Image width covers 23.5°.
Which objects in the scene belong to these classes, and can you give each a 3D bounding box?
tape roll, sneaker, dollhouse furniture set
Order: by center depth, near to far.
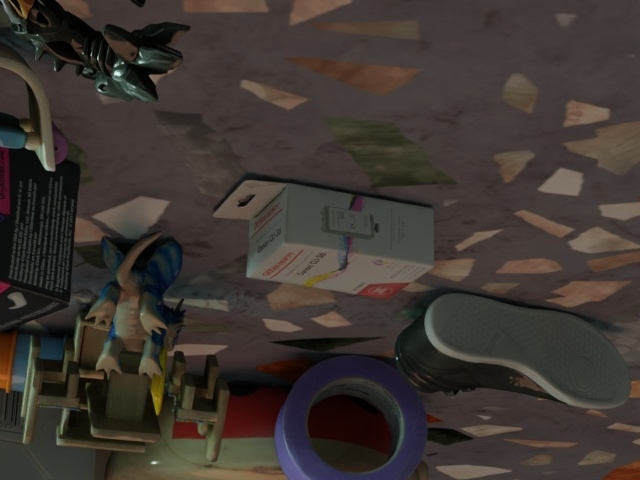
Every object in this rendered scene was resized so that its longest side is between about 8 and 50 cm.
[{"bbox_3d":[-0.235,0.197,1.762,0.212,0.161,0.242,7,-166,-13],"label":"dollhouse furniture set"},{"bbox_3d":[0.221,0.142,1.837,0.296,0.104,0.147,18,156,-23],"label":"sneaker"},{"bbox_3d":[0.039,0.248,1.990,0.189,0.189,0.080,5,158,-9],"label":"tape roll"}]

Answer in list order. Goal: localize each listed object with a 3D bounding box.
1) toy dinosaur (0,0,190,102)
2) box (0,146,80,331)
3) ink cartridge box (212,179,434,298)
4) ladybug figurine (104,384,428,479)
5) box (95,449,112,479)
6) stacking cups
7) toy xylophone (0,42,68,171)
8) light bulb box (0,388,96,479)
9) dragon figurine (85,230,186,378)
[{"bbox_3d":[-0.182,-0.205,0.970,0.218,0.164,0.322,27,172,-23],"label":"toy dinosaur"},{"bbox_3d":[-0.375,-0.020,1.396,0.270,0.143,0.165,20,152,-38],"label":"box"},{"bbox_3d":[0.000,0.000,1.523,0.198,0.067,0.115,10,158,-19],"label":"ink cartridge box"},{"bbox_3d":[-0.074,0.298,2.161,0.449,0.161,0.305,3,159,-4],"label":"ladybug figurine"},{"bbox_3d":[-0.360,0.353,2.377,0.311,0.121,0.148,-5,158,15],"label":"box"},{"bbox_3d":[-0.352,0.162,1.920,0.316,0.096,0.096,5,158,-9],"label":"stacking cups"},{"bbox_3d":[-0.341,-0.117,1.120,0.323,0.081,0.236,10,-170,-9],"label":"toy xylophone"},{"bbox_3d":[-0.546,0.298,2.108,0.358,0.225,0.361,16,155,-35],"label":"light bulb box"},{"bbox_3d":[-0.193,0.047,1.631,0.085,0.144,0.289,3,139,2],"label":"dragon figurine"}]
